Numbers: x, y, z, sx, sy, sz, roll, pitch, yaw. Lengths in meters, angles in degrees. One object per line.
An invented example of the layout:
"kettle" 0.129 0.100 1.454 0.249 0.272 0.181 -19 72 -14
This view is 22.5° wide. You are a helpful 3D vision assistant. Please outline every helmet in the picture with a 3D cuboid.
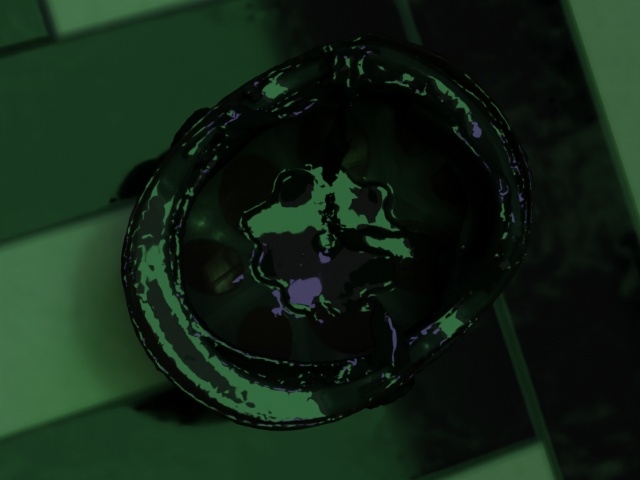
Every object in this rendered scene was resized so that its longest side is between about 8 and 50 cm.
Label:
"helmet" 0.000 0.000 0.471 0.123 0.070 0.098 -37 88 -9
